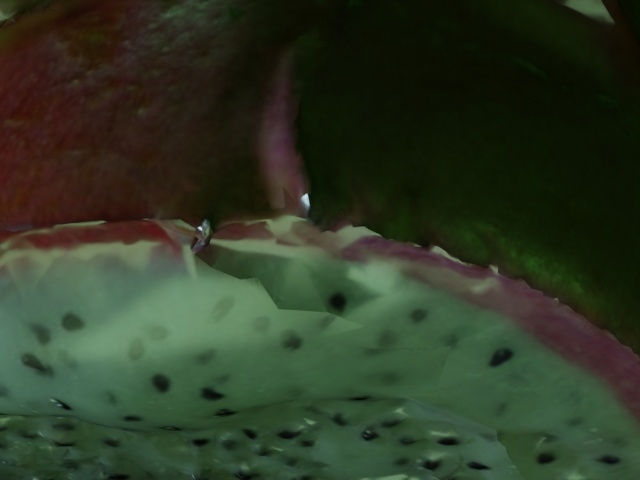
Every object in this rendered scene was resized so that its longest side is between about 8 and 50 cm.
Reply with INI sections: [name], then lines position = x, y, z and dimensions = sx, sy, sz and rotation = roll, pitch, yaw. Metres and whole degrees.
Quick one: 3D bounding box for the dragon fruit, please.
[dragon fruit]
position = 0.000, 0.000, 0.567
dimensions = 0.290, 0.189, 0.291
rotation = 5, 148, 3
